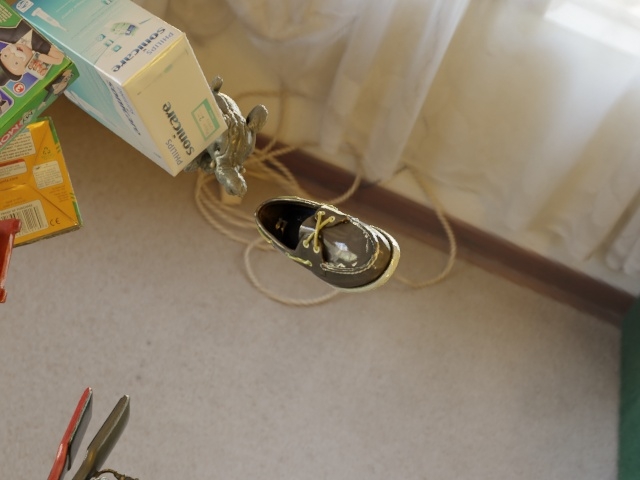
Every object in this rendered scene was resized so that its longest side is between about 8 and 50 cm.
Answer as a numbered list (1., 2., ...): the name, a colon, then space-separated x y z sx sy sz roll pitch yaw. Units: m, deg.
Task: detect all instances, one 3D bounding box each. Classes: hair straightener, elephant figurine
1. hair straightener: -0.215 0.223 0.885 0.089 0.047 0.230 9 25 1
2. elephant figurine: -0.174 -0.197 1.732 0.169 0.186 0.239 -34 18 -23

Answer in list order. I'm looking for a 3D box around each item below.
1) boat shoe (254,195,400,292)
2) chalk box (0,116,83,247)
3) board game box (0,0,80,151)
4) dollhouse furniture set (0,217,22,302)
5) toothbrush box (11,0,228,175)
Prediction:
1. boat shoe: 0.000 0.000 1.050 0.069 0.081 0.228 34 -9 -33
2. chalk box: -0.508 -0.091 1.481 0.180 0.179 0.289 -18 13 -22
3. board game box: -0.453 -0.216 1.015 0.317 0.046 0.213 42 80 5
4. dollhouse furniture set: -0.493 0.110 1.073 0.152 0.201 0.374 -7 65 20
5. toothbrush box: -0.308 -0.264 1.439 0.295 0.216 0.126 36 72 32
